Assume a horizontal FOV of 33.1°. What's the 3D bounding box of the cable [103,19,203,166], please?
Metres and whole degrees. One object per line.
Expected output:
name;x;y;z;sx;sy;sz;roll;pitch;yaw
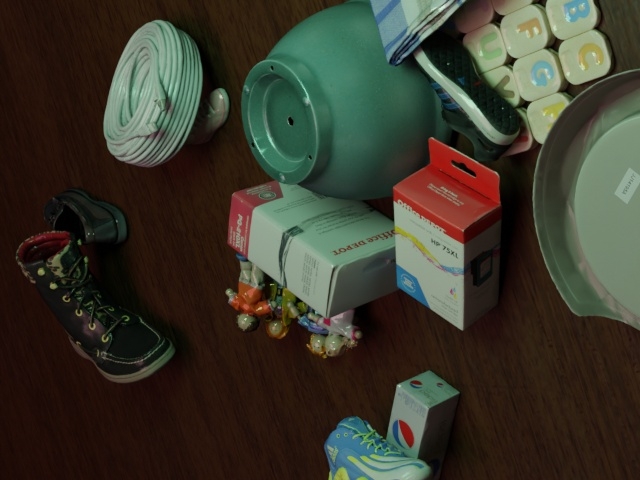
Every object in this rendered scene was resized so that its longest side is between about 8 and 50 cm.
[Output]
cable;-0.294;-0.256;1.883;0.257;0.089;0.257;-28;54;52

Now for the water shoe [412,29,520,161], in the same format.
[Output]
water shoe;0.172;-0.187;1.399;0.203;0.073;0.080;55;144;22

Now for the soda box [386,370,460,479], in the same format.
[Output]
soda box;0.149;0.312;1.662;0.069;0.074;0.216;35;129;37

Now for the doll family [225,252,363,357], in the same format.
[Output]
doll family;-0.025;0.108;1.781;0.263;0.118;0.163;13;109;28

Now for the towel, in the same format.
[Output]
towel;0.148;-0.375;1.341;0.285;0.034;0.209;-42;51;44

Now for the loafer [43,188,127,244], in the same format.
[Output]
loafer;-0.530;-0.045;2.316;0.302;0.095;0.109;13;114;47

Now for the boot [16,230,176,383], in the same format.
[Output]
boot;-0.471;0.132;2.224;0.377;0.138;0.284;17;140;53

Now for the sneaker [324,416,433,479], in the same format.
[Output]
sneaker;0.070;0.328;1.629;0.240;0.091;0.126;-27;82;54

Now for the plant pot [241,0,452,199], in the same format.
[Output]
plant pot;0.015;-0.183;1.510;0.293;0.196;0.293;26;125;44

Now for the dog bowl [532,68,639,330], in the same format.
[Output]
dog bowl;0.404;-0.027;1.191;0.349;0.102;0.348;22;121;44

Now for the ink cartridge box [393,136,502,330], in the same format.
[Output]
ink cartridge box;0.170;-0.008;1.456;0.134;0.078;0.231;34;145;38

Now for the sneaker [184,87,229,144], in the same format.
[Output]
sneaker;-0.210;-0.211;1.882;0.051;0.070;0.134;60;140;17

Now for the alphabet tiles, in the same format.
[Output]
alphabet tiles;0.236;-0.254;1.366;0.278;0.021;0.284;-15;93;52

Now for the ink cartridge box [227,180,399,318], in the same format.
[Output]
ink cartridge box;0.000;0.000;1.632;0.237;0.172;0.100;36;130;36
